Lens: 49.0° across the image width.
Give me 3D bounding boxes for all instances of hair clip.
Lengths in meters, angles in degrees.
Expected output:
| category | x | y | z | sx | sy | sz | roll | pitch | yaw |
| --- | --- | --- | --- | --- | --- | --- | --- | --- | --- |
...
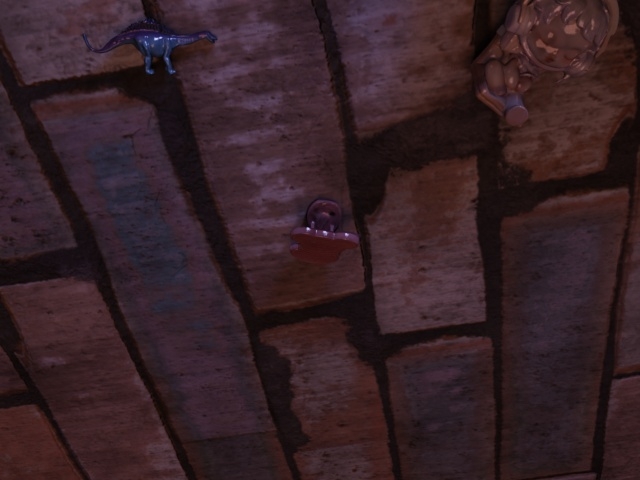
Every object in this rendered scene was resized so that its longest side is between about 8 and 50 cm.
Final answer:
| category | x | y | z | sx | sy | sz | roll | pitch | yaw |
| --- | --- | --- | --- | --- | --- | --- | --- | --- | --- |
| hair clip | 0.000 | 0.008 | 1.256 | 0.123 | 0.102 | 0.138 | 12 | 125 | -8 |

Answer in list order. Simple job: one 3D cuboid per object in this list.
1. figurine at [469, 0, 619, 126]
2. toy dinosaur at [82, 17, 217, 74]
| category | x | y | z | sx | sy | sz | roll | pitch | yaw |
| --- | --- | --- | --- | --- | --- | --- | --- | --- | --- |
| figurine | 0.333 | -0.290 | 1.030 | 0.162 | 0.141 | 0.236 | 33 | 118 | -29 |
| toy dinosaur | -0.254 | -0.292 | 1.059 | 0.197 | 0.045 | 0.080 | -3 | 114 | -9 |
